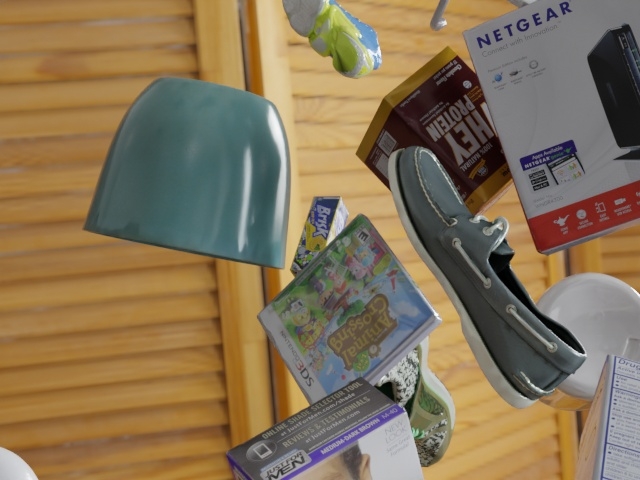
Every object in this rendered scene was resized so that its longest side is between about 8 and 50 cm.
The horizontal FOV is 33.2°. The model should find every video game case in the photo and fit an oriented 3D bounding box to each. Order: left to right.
[{"bbox_3d":[0.032,0.102,1.411,0.212,0.193,0.023,-45,-33,16],"label":"video game case"}]

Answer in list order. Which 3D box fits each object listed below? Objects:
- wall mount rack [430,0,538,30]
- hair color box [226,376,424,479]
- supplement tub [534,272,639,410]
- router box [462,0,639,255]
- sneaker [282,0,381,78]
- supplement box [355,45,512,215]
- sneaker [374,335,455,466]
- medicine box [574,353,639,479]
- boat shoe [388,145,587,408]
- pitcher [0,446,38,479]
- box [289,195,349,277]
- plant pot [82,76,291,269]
[{"bbox_3d":[0.332,-0.359,1.662,0.350,0.130,0.304,35,45,13],"label":"wall mount rack"},{"bbox_3d":[0.035,0.351,1.240,0.185,0.339,0.110,-27,27,-20],"label":"hair color box"},{"bbox_3d":[0.497,0.205,2.072,0.235,0.236,0.325,-5,-14,1],"label":"supplement tub"},{"bbox_3d":[0.381,-0.176,1.325,0.335,0.301,0.082,-21,-10,16],"label":"router box"},{"bbox_3d":[0.027,-0.391,1.979,0.091,0.240,0.126,-43,-19,30],"label":"sneaker"},{"bbox_3d":[0.176,-0.126,1.500,0.129,0.194,0.191,-40,-8,-20],"label":"supplement box"},{"bbox_3d":[0.114,0.276,1.765,0.158,0.410,0.182,0,46,23],"label":"sneaker"},{"bbox_3d":[0.440,0.298,1.261,0.263,0.149,0.289,16,31,11],"label":"medicine box"},{"bbox_3d":[0.181,0.020,1.168,0.099,0.320,0.116,-36,-20,30],"label":"boat shoe"},{"bbox_3d":[-0.495,0.437,1.649,0.177,0.207,0.125,-39,-4,-28],"label":"pitcher"},{"bbox_3d":[0.000,0.000,1.953,0.059,0.169,0.054,1,-35,24],"label":"box"},{"bbox_3d":[-0.174,-0.100,1.541,0.292,0.235,0.293,10,-2,0],"label":"plant pot"}]
